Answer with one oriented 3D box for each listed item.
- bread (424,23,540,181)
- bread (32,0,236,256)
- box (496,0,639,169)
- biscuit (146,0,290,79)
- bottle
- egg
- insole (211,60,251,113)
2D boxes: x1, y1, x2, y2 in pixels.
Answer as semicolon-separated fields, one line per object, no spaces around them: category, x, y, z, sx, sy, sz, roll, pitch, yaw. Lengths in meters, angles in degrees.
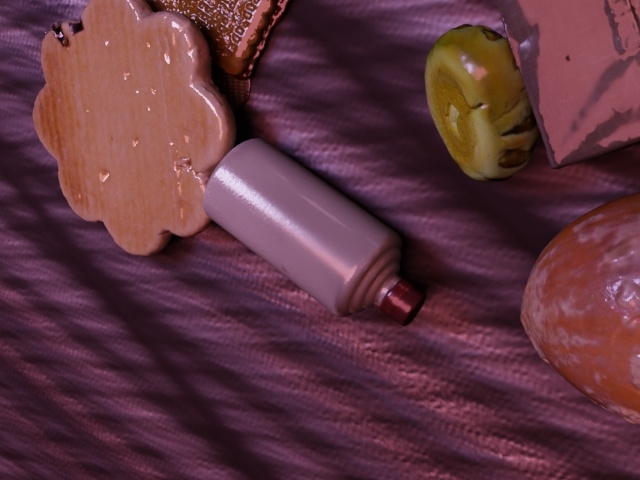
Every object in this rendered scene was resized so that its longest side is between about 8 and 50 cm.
bread;0.143;-0.121;0.639;0.071;0.130;0.139;-25;94;-13
bread;-0.217;-0.136;0.845;0.316;0.054;0.316;10;109;30
box;0.225;-0.189;0.556;0.149;0.155;0.231;-19;91;30
biscuit;-0.141;-0.309;0.796;0.254;0.029;0.172;37;112;17
bottle;0.000;0.000;0.739;0.245;0.104;0.104;37;114;17
egg;0.272;0.052;0.558;0.233;0.195;0.195;4;101;25
insole;-0.190;-0.183;0.861;0.253;0.005;0.086;9;103;26
